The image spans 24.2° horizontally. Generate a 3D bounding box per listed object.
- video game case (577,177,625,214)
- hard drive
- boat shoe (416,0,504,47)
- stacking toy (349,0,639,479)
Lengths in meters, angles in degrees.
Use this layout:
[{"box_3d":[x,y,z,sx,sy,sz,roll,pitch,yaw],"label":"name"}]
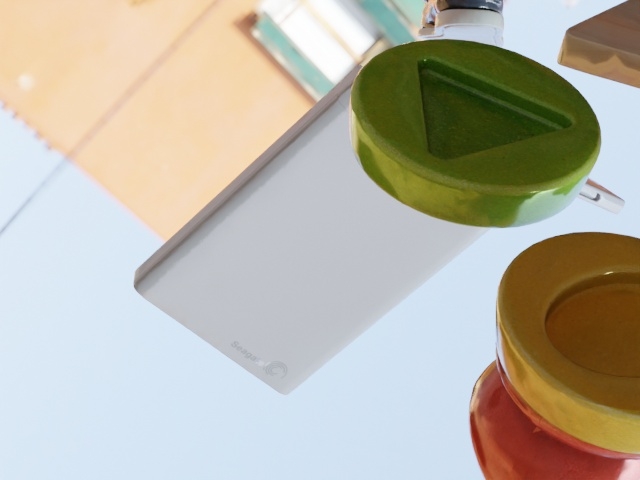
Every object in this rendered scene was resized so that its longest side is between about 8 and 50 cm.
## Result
[{"box_3d":[0.185,-0.079,1.375,0.157,0.143,0.019,40,-74,47],"label":"video game case"},{"box_3d":[0.000,0.000,1.404,0.307,0.203,0.040,-41,-153,23],"label":"hard drive"},{"box_3d":[0.144,-0.242,1.525,0.254,0.095,0.079,-14,109,-84],"label":"boat shoe"},{"box_3d":[0.161,0.009,0.790,0.309,0.130,0.279,-18,-132,-31],"label":"stacking toy"}]
